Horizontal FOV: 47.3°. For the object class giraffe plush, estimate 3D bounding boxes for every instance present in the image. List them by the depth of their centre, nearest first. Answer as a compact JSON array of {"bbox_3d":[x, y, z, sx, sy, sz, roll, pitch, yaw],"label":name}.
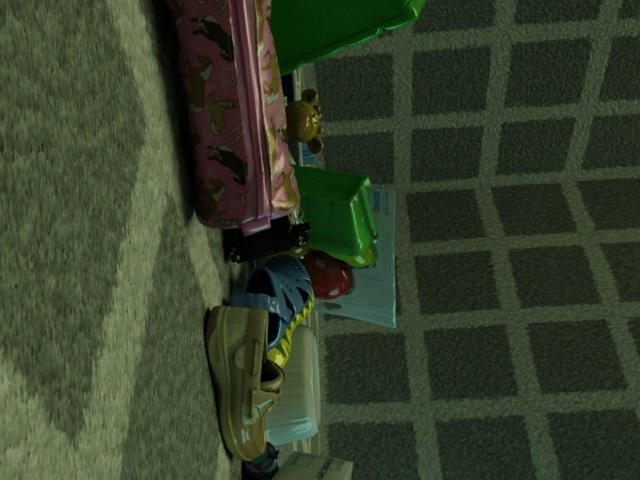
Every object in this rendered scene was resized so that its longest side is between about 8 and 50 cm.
[{"bbox_3d":[-0.081,-0.239,1.536,0.210,0.170,0.181,-89,174,-58],"label":"giraffe plush"}]

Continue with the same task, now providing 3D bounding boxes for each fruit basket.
[{"bbox_3d":[0.023,-0.506,1.418,0.392,0.392,0.283,-90,155,-49],"label":"fruit basket"},{"bbox_3d":[0.005,0.014,1.521,0.353,0.327,0.165,81,28,-42],"label":"fruit basket"}]

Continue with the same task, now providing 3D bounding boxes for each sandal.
[{"bbox_3d":[-0.090,0.102,1.318,0.317,0.126,0.138,-77,157,-62],"label":"sandal"}]

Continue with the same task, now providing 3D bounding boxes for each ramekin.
[{"bbox_3d":[-0.070,0.298,1.538,0.273,0.127,0.273,-3,90,-87],"label":"ramekin"}]

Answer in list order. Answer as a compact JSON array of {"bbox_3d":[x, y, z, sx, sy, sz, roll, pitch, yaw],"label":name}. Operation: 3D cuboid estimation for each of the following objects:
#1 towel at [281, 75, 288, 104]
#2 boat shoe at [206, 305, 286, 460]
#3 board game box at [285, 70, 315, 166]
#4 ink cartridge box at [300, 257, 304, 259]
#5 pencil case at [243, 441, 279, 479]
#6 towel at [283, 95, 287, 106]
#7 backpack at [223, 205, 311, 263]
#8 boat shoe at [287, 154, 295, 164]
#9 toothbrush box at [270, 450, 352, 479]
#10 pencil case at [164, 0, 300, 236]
[{"bbox_3d":[-0.122,-0.385,1.849,0.227,0.076,0.308,-90,176,-59],"label":"towel"},{"bbox_3d":[-0.105,0.231,1.144,0.109,0.098,0.302,-83,169,-58],"label":"boat shoe"},{"bbox_3d":[-0.084,-0.447,2.036,0.390,0.050,0.390,-114,-162,-60],"label":"board game box"},{"bbox_3d":[-0.033,-0.047,1.785,0.237,0.100,0.172,-33,129,-42],"label":"ink cartridge box"},{"bbox_3d":[-0.102,0.431,1.358,0.151,0.064,0.070,84,20,-46],"label":"pencil case"},{"bbox_3d":[-0.115,-0.268,1.752,0.152,0.023,0.113,-56,146,-42],"label":"towel"},{"bbox_3d":[-0.108,-0.063,1.284,0.115,0.152,0.182,-157,-128,-87],"label":"backpack"},{"bbox_3d":[-0.112,-0.101,1.819,0.081,0.069,0.227,25,-60,42],"label":"boat shoe"},{"bbox_3d":[-0.030,0.556,1.304,0.216,0.126,0.295,-6,104,-78],"label":"toothbrush box"},{"bbox_3d":[-0.115,-0.206,0.970,0.167,0.160,0.386,-49,140,-58],"label":"pencil case"}]
